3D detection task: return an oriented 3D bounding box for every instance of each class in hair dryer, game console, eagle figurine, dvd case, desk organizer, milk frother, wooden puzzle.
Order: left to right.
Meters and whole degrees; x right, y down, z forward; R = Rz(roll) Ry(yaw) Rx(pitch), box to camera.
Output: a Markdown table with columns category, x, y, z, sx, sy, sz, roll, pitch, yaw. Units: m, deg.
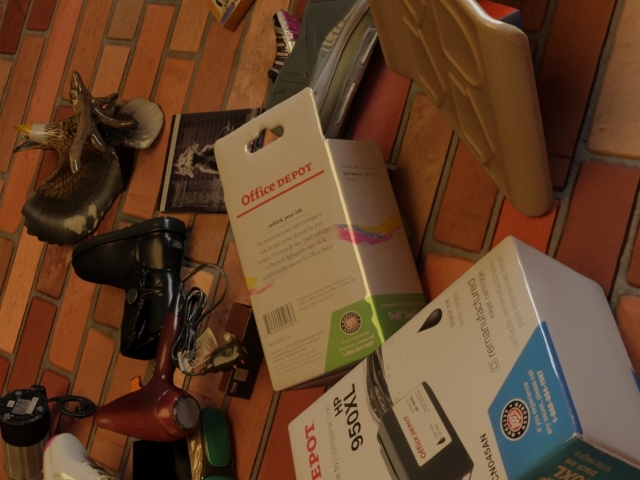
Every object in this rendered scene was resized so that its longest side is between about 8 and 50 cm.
| category | x | y | z | sx | sy | sz | roll | pitch | yaw |
| --- | --- | --- | --- | --- | --- | --- | --- | --- | --- |
| milk frother | -0.450 | 0.318 | 2.134 | 0.143 | 0.129 | 0.135 | 18 | 130 | 20 |
| eagle figurine | -0.423 | -0.157 | 2.216 | 0.226 | 0.225 | 0.298 | -48 | -5 | -31 |
| game console | -0.307 | 0.422 | 1.986 | 0.361 | 0.044 | 0.213 | -18 | 65 | 40 |
| hair dryer | -0.216 | 0.193 | 1.884 | 0.293 | 0.080 | 0.224 | -42 | 36 | 13 |
| dvd case | -0.174 | -0.123 | 2.037 | 0.221 | 0.018 | 0.165 | 1 | 80 | 45 |
| desk organizer | -0.115 | 0.158 | 1.868 | 0.050 | 0.047 | 0.130 | 18 | 91 | 49 |
| wooden puzzle | 0.169 | -0.235 | 1.549 | 0.080 | 0.322 | 0.348 | -31 | 51 | -8 |

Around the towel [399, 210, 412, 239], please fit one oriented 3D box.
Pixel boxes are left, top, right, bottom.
| category | x | y | z | sx | sy | sz | roll | pitch | yaw |
| --- | --- | --- | --- | --- | --- | --- | --- | --- | --- |
| towel | 0.019 | 0.008 | 1.777 | 0.237 | 0.021 | 0.102 | -35 | 72 | 34 |

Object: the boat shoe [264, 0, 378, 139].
| category | x | y | z | sx | sy | sz | roll | pitch | yaw |
| --- | --- | --- | --- | --- | --- | --- | --- | --- | --- |
| boat shoe | 0.034 | -0.277 | 1.816 | 0.118 | 0.103 | 0.320 | 21 | 85 | 50 |

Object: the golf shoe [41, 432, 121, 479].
| category | x | y | z | sx | sy | sz | roll | pitch | yaw |
| --- | --- | --- | --- | --- | --- | --- | --- | --- | --- |
| golf shoe | -0.308 | 0.391 | 1.901 | 0.140 | 0.115 | 0.306 | -43 | 57 | 13 |

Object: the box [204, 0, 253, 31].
| category | x | y | z | sx | sy | sz | roll | pitch | yaw |
| --- | --- | --- | --- | --- | --- | --- | --- | --- | --- |
| box | -0.128 | -0.414 | 2.074 | 0.136 | 0.028 | 0.081 | -54 | 46 | 22 |

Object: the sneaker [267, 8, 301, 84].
| category | x | y | z | sx | sy | sz | roll | pitch | yaw |
| --- | --- | --- | --- | --- | --- | --- | --- | --- | --- |
| sneaker | -0.049 | -0.267 | 1.919 | 0.074 | 0.063 | 0.170 | -34 | 60 | 26 |

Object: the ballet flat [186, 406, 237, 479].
| category | x | y | z | sx | sy | sz | roll | pitch | yaw |
| --- | --- | --- | --- | --- | --- | --- | --- | --- | --- |
| ballet flat | -0.156 | 0.341 | 1.844 | 0.067 | 0.073 | 0.206 | -44 | 41 | 44 |

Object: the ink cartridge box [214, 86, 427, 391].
| category | x | y | z | sx | sy | sz | roll | pitch | yaw |
| --- | --- | --- | --- | --- | --- | --- | --- | --- | --- |
| ink cartridge box | 0.000 | 0.000 | 1.695 | 0.207 | 0.119 | 0.354 | -25 | 74 | 38 |

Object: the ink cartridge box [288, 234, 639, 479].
| category | x | y | z | sx | sy | sz | roll | pitch | yaw |
| --- | --- | --- | --- | --- | --- | --- | --- | --- | --- |
| ink cartridge box | 0.158 | 0.235 | 1.439 | 0.395 | 0.166 | 0.285 | -44 | 36 | 28 |

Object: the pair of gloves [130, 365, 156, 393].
| category | x | y | z | sx | sy | sz | roll | pitch | yaw |
| --- | --- | --- | --- | --- | --- | --- | --- | --- | --- |
| pair of gloves | -0.273 | 0.241 | 2.031 | 0.083 | 0.010 | 0.074 | -28 | 59 | 36 |

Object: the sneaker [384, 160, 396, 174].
| category | x | y | z | sx | sy | sz | roll | pitch | yaw |
| --- | --- | --- | --- | --- | --- | --- | --- | --- | --- |
| sneaker | 0.056 | -0.079 | 1.769 | 0.118 | 0.042 | 0.067 | 3 | 77 | 52 |

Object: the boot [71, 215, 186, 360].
| category | x | y | z | sx | sy | sz | roll | pitch | yaw |
| --- | --- | --- | --- | --- | --- | --- | --- | --- | --- |
| boot | -0.309 | 0.090 | 2.052 | 0.246 | 0.094 | 0.207 | -18 | 61 | 35 |
